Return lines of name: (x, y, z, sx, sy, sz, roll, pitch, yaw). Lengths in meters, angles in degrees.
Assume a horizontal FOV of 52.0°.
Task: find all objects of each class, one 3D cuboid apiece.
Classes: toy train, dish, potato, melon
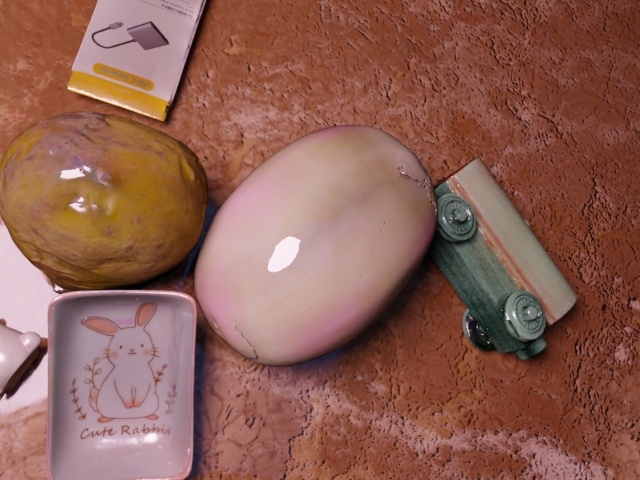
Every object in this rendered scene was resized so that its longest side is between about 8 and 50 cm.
toy train: (0.230, 0.018, 0.887, 0.177, 0.116, 0.285, -35, 89, -32)
dish: (-0.216, 0.154, 0.720, 0.151, 0.077, 0.212, 1, 97, -15)
potato: (-0.223, -0.046, 0.688, 0.229, 0.266, 0.229, 2, 81, -16)
melon: (0.000, 0.000, 0.759, 0.317, 0.223, 0.223, -41, 91, -20)

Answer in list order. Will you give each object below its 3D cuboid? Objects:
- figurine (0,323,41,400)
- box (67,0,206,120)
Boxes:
figurine: (-0.387, 0.107, 0.699, 0.146, 0.081, 0.098, 34, 72, -7)
box: (-0.228, -0.279, 0.854, 0.129, 0.033, 0.247, 18, 74, -12)
